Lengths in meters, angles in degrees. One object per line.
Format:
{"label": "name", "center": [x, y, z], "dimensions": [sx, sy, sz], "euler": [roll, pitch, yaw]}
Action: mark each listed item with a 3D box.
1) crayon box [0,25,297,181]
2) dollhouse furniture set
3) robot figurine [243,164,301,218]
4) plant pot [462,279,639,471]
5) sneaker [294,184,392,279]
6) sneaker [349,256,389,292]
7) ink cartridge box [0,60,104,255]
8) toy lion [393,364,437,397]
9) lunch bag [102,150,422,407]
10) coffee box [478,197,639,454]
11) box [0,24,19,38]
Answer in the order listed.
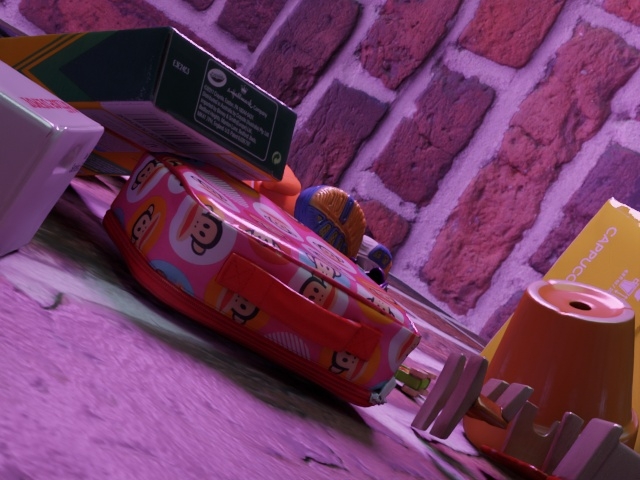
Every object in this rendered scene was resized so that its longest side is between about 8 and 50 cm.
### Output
{"label": "crayon box", "center": [-0.214, -0.134, 1.221], "dimensions": [0.323, 0.083, 0.203], "euler": [3, -16, 36]}
{"label": "dollhouse furniture set", "center": [0.231, 0.240, 1.168], "dimensions": [0.262, 0.135, 0.259], "euler": [33, -8, -8]}
{"label": "robot figurine", "center": [-0.121, -0.070, 1.779], "dimensions": [0.158, 0.128, 0.219], "euler": [35, 15, 34]}
{"label": "plant pot", "center": [0.287, 0.156, 1.410], "dimensions": [0.205, 0.188, 0.205], "euler": [9, 19, -3]}
{"label": "sneaker", "center": [0.000, 0.000, 1.728], "dimensions": [0.131, 0.112, 0.296], "euler": [24, -15, 26]}
{"label": "sneaker", "center": [0.084, 0.095, 1.712], "dimensions": [0.083, 0.098, 0.223], "euler": [36, 5, 35]}
{"label": "ink cartridge box", "center": [-0.301, -0.103, 0.797], "dimensions": [0.273, 0.115, 0.198], "euler": [33, 4, -4]}
{"label": "toy lion", "center": [0.090, 0.160, 1.485], "dimensions": [0.096, 0.034, 0.100], "euler": [27, 1, 17]}
{"label": "lunch bag", "center": [-0.047, 0.039, 1.116], "dimensions": [0.293, 0.120, 0.258], "euler": [32, 4, -28]}
{"label": "coffee box", "center": [0.485, 0.203, 1.674], "dimensions": [0.334, 0.338, 0.338], "euler": [40, 0, -36]}
{"label": "box", "center": [-0.388, -0.208, 1.618], "dimensions": [0.156, 0.093, 0.158], "euler": [31, 3, -38]}
